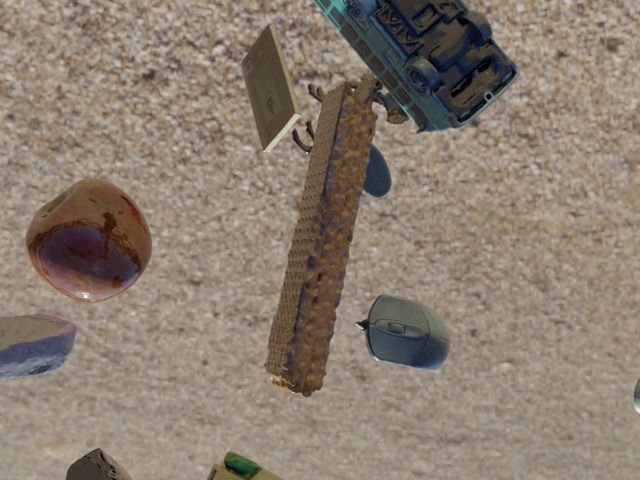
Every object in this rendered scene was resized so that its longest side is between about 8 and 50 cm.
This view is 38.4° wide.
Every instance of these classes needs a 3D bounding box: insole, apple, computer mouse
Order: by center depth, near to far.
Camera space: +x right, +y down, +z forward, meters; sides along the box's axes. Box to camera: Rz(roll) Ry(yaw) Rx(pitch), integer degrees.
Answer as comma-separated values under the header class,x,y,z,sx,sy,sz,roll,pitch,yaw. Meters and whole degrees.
class,x,y,z,sx,sy,sz,roll,pitch,yaw
apple,-0.364,0.003,1.460,0.188,0.188,0.174,-18,120,35
computer mouse,0.153,0.156,1.531,0.068,0.113,0.229,-11,159,42
insole,0.076,-0.183,1.905,0.080,0.003,0.232,-38,113,2

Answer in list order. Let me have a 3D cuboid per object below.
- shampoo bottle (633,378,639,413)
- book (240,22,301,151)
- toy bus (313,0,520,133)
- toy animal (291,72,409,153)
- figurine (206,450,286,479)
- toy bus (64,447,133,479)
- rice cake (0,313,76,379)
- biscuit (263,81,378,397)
class,x,y,z,sx,sy,sz,roll,pitch,yaw
shampoo bottle,0.524,0.232,1.238,0.065,0.065,0.204,25,172,-33
book,-0.096,-0.284,1.712,0.016,0.199,0.138,-3,156,-33
toy bus,0.117,-0.263,1.172,0.256,0.128,0.147,50,168,-6
toy animal,0.066,-0.238,1.693,0.186,0.214,0.094,21,-175,16
figurine,-0.061,0.458,1.515,0.324,0.124,0.222,15,163,36
toy bus,-0.178,0.267,0.863,0.172,0.057,0.072,35,166,42
rice cake,-0.465,0.130,1.064,0.399,0.064,0.070,0,125,-47
biscuit,0.000,0.000,1.130,0.054,0.379,0.094,14,173,-20
